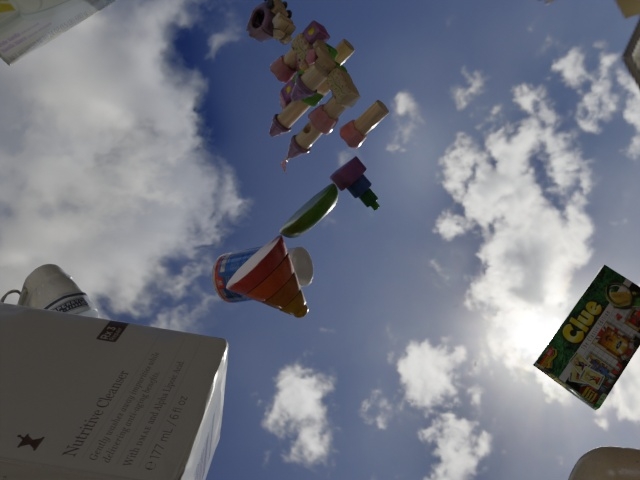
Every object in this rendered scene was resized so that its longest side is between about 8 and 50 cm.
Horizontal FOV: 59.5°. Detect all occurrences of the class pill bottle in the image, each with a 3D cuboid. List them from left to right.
[{"bbox_3d":[-0.134,0.075,1.310,0.124,0.221,0.124,27,-123,-53],"label":"pill bottle"}]

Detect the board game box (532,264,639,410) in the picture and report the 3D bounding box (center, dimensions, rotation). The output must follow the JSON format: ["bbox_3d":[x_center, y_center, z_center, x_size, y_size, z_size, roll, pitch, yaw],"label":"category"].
[{"bbox_3d":[0.542,0.182,1.085,0.260,0.136,0.030,-48,-22,-16],"label":"board game box"}]

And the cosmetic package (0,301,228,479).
[{"bbox_3d":[-0.303,0.182,0.547,0.385,0.217,0.156,10,-67,-1],"label":"cosmetic package"}]

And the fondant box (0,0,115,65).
[{"bbox_3d":[-0.413,-0.413,0.720,0.238,0.330,0.096,-37,-108,-8],"label":"fondant box"}]

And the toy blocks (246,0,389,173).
[{"bbox_3d":[-0.058,-0.350,1.332,0.309,0.260,0.289,12,-132,-47],"label":"toy blocks"}]

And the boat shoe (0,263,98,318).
[{"bbox_3d":[-0.506,0.154,1.004,0.136,0.367,0.156,-25,-108,-39],"label":"boat shoe"}]

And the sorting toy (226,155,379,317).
[{"bbox_3d":[0.000,0.000,0.964,0.126,0.127,0.365,48,-126,-9],"label":"sorting toy"}]

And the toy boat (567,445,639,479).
[{"bbox_3d":[0.525,0.354,0.844,0.267,0.148,0.318,20,-90,10],"label":"toy boat"}]
